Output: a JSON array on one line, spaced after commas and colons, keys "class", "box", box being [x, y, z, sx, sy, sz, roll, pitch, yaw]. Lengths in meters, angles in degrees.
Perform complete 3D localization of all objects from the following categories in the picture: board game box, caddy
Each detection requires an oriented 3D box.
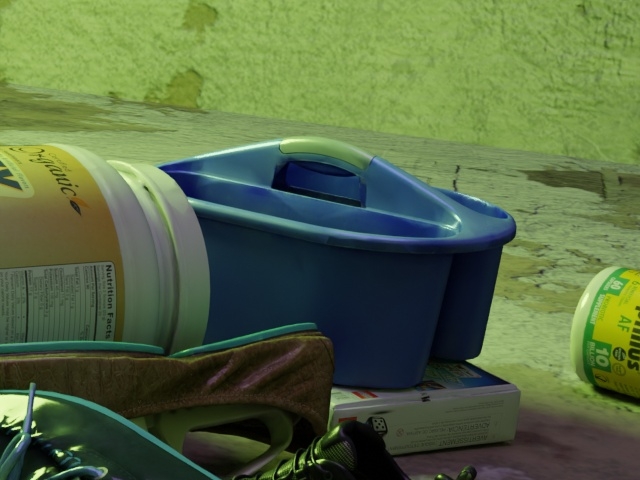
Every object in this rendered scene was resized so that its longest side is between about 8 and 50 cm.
[{"class": "board game box", "box": [0.006, 0.113, 1.657, 0.193, 0.053, 0.305, -2, 15, -33]}, {"class": "caddy", "box": [0.000, 0.000, 1.628, 0.341, 0.179, 0.241, 12, 14, 28]}]

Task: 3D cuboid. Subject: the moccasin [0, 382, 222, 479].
[{"class": "moccasin", "box": [-0.138, 0.171, 1.129, 0.342, 0.137, 0.117, 13, 15, 29]}]

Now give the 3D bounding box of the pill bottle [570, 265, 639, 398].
[{"class": "pill bottle", "box": [0.347, 0.101, 1.744, 0.208, 0.117, 0.117, 16, 15, 33]}]

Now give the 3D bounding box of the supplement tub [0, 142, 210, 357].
[{"class": "supplement tub", "box": [-0.266, 0.039, 1.443, 0.316, 0.228, 0.228, -4, 16, -39]}]

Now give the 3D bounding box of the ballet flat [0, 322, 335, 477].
[{"class": "ballet flat", "box": [-0.119, 0.131, 1.360, 0.342, 0.124, 0.116, -1, -16, -44]}]

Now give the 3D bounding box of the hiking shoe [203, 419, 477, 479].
[{"class": "hiking shoe", "box": [0.000, 0.168, 1.262, 0.227, 0.114, 0.086, 11, 13, 21]}]
